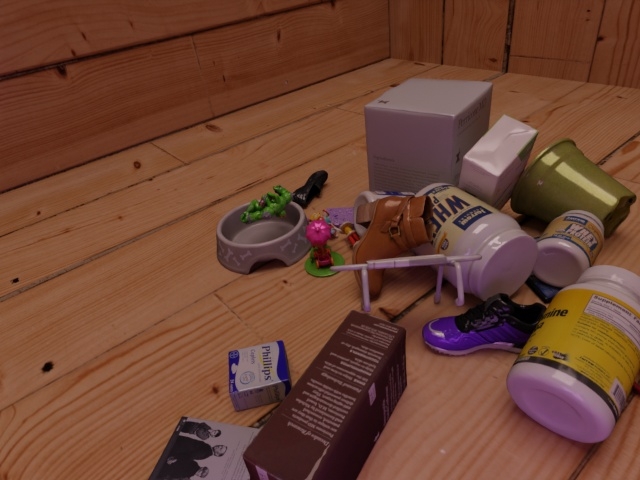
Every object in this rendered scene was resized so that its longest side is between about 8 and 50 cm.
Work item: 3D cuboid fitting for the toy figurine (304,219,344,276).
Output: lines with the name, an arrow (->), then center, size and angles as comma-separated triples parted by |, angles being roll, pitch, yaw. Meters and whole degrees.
toy figurine -> 0.000, 0.000, 1.361 | 0.129, 0.159, 0.173 | -11, 34, -3

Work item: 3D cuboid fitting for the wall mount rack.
wall mount rack -> 0.203, 0.107, 1.051 | 0.349, 0.131, 0.304 | -4, -4, 5

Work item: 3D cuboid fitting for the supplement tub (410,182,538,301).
supplement tub -> 0.401, 0.000, 1.207 | 0.235, 0.236, 0.325 | -21, 36, -18

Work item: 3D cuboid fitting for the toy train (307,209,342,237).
toy train -> 0.024, -0.060, 1.443 | 0.125, 0.046, 0.166 | 28, -8, -8

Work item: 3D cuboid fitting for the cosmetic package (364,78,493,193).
cosmetic package -> 0.382, -0.328, 1.546 | 0.327, 0.394, 0.329 | 19, 43, 34

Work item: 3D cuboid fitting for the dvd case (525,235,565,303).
dvd case -> 0.649, 0.073, 1.237 | 0.180, 0.022, 0.253 | -12, 35, -4

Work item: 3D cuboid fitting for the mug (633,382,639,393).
mug -> 0.710, 0.239, 0.909 | 0.150, 0.113, 0.169 | -13, 31, -10

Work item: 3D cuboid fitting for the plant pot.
plant pot -> 0.781, -0.130, 1.323 | 0.275, 0.276, 0.254 | -23, 48, -20

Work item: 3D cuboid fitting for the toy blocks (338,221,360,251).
toy blocks -> 0.147, -0.006, 1.432 | 0.123, 0.054, 0.148 | -14, 45, -23

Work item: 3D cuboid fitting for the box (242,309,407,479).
box -> 0.034, 0.336, 0.841 | 0.143, 0.191, 0.381 | 16, 42, 31

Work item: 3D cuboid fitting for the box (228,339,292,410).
box -> -0.141, 0.313, 1.016 | 0.137, 0.072, 0.126 | -11, 35, -5

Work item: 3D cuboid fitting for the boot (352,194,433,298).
boot -> 0.207, 0.016, 1.186 | 0.220, 0.109, 0.284 | -6, 74, 38

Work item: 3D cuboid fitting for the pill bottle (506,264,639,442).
pill bottle -> 0.535, 0.210, 0.873 | 0.187, 0.188, 0.334 | 24, 56, 38

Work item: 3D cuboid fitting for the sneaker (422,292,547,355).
sneaker -> 0.388, 0.185, 1.020 | 0.292, 0.146, 0.102 | -3, 35, 8

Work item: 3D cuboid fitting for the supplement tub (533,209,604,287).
supplement tub -> 0.666, 0.017, 1.165 | 0.144, 0.145, 0.199 | 22, 45, 36

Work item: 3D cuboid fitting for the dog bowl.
dog bowl -> -0.198, -0.029, 1.499 | 0.348, 0.102, 0.349 | -6, 34, 4

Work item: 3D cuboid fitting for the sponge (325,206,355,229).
sponge -> 0.121, -0.082, 1.567 | 0.209, 0.031, 0.117 | -4, 35, 7

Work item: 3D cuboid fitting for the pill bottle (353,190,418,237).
pill bottle -> 0.251, -0.081, 1.391 | 0.264, 0.153, 0.153 | 0, 31, -20

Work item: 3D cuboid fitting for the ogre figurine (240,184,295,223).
ogre figurine -> -0.169, -0.120, 1.451 | 0.197, 0.097, 0.118 | -23, 24, -39

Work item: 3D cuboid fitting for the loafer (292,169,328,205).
loafer -> -0.028, -0.209, 1.750 | 0.078, 0.076, 0.223 | 20, 48, 28

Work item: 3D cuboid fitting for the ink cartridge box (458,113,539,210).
ink cartridge box -> 0.529, -0.181, 1.344 | 0.119, 0.354, 0.207 | 38, 74, 27

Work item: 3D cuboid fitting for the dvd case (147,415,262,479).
dvd case -> -0.212, 0.453, 0.867 | 0.238, 0.030, 0.179 | 3, 36, 15
